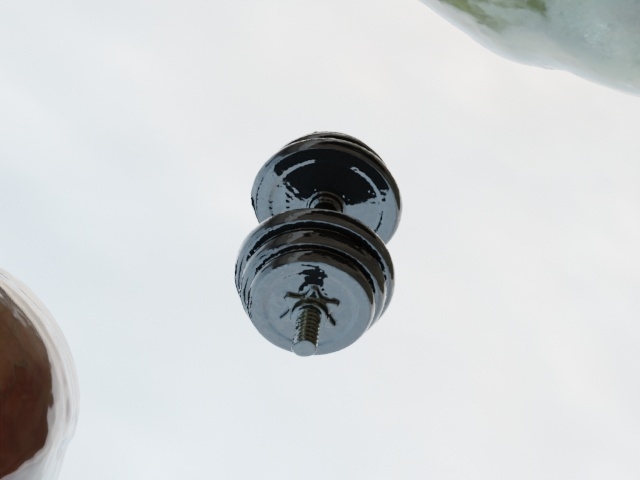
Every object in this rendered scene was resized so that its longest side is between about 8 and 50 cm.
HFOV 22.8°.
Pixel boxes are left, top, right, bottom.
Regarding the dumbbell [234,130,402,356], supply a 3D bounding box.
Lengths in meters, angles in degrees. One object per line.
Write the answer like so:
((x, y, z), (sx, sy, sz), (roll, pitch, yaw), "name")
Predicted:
((0.000, 0.000, 0.981), (0.099, 0.099, 0.208), (30, -146, -15), "dumbbell")

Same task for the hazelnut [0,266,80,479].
((-0.384, 0.150, 1.403), (0.359, 0.359, 0.409), (33, 179, -8), "hazelnut")

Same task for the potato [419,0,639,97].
((0.142, -0.228, 0.960), (0.326, 0.221, 0.243), (36, -128, 5), "potato")
